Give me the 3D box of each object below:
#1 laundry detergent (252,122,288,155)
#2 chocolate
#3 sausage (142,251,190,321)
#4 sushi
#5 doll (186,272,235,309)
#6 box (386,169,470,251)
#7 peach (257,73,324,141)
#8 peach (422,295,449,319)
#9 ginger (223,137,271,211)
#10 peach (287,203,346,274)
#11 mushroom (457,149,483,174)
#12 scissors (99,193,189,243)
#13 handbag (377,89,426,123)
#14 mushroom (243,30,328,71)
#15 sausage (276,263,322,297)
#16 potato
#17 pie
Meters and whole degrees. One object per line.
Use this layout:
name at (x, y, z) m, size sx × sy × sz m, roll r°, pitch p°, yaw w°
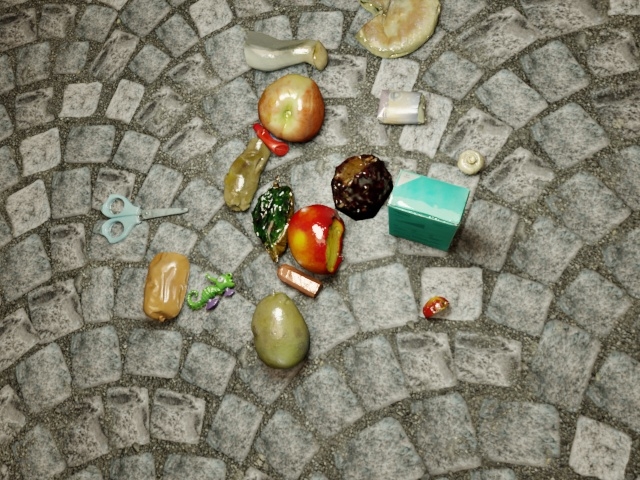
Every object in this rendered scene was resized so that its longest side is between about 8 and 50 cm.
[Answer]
laundry detergent at (-0.193, -0.372, 1.622) m, size 0.165 × 0.097 × 0.049 m, roll 44°, pitch 112°, yaw 24°
chocolate at (0.125, -0.208, 1.480) m, size 0.206 × 0.177 × 0.224 m, roll 33°, pitch 83°, yaw 16°
sausage at (-0.532, 0.157, 1.543) m, size 0.136 × 0.120 × 0.242 m, roll 5°, pitch 78°, yaw 23°
sushi at (-0.170, -0.069, 1.518) m, size 0.148 × 0.140 × 0.288 m, roll 11°, pitch 78°, yaw 7°
doll at (-0.380, 0.174, 1.549) m, size 0.190 × 0.050 × 0.115 m, roll -37°, pitch 77°, yaw 3°
box at (0.314, -0.080, 1.341) m, size 0.204 × 0.311 × 0.118 m, roll 16°, pitch 79°, yaw 14°
peach at (-0.095, -0.468, 1.571) m, size 0.232 × 0.257 × 0.233 m, roll 3°, pitch 119°, yaw 6°
peach at (0.356, 0.206, 1.405) m, size 0.050 × 0.077 × 0.083 m, roll 52°, pitch 133°, yaw 12°
ginger at (-0.267, -0.232, 1.592) m, size 0.116 × 0.109 × 0.263 m, roll 20°, pitch 81°, yaw 18°
peach at (0.000, 0.000, 1.448) m, size 0.196 × 0.190 × 0.226 m, roll -23°, pitch 67°, yaw -24°
mushroom at (0.495, -0.258, 1.477) m, size 0.083 × 0.067 × 0.084 m, roll -1°, pitch 84°, yaw 8°
scissors at (-0.659, -0.095, 1.676) m, size 0.359 × 0.029 × 0.191 m, roll -6°, pitch 80°, yaw 7°
handbag at (0.289, -0.457, 1.556) m, size 0.173 × 0.095 × 0.117 m, roll 9°, pitch 84°, yaw 21°
mushroom at (-0.132, -0.709, 1.674) m, size 0.328 × 0.122 × 0.159 m, roll 8°, pitch 88°, yaw 12°
sausage at (-0.079, 0.129, 1.496) m, size 0.169 × 0.065 × 0.065 m, roll 26°, pitch 83°, yaw 13°
potato at (-0.130, 0.278, 1.426) m, size 0.174 × 0.159 × 0.252 m, roll -11°, pitch 86°, yaw -19°
pie at (0.281, -0.819, 1.649) m, size 0.337 × 0.075 × 0.338 m, roll -1°, pitch 76°, yaw 5°
